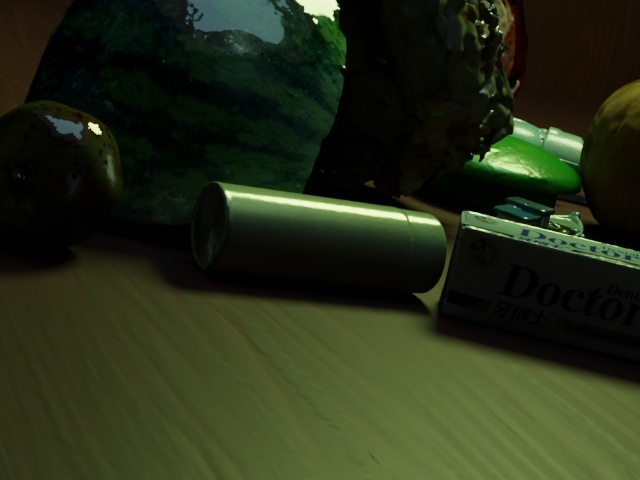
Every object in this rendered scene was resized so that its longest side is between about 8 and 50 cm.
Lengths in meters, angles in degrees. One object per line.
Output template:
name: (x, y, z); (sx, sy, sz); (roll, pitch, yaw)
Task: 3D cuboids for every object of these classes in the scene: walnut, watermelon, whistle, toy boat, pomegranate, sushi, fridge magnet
walnut: (0.397, -0.099, 1.724); (0.167, 0.207, 0.167); (10, 27, -5)
watermelon: (-0.071, -0.137, 1.255); (0.222, 0.292, 0.319); (17, 3, 35)
whistle: (0.291, -0.121, 1.969); (0.274, 0.093, 0.186); (16, 4, 13)
toy boat: (0.224, -0.011, 1.473); (0.069, 0.058, 0.173); (22, 14, 34)
pomegranate: (-0.199, -0.050, 1.081); (0.115, 0.114, 0.142); (15, 7, 9)
sushi: (0.039, -0.234, 1.542); (0.176, 0.417, 0.417); (-27, 34, -31)
fridge magnet: (0.214, -0.084, 1.731); (0.208, 0.088, 0.208); (12, 12, -3)

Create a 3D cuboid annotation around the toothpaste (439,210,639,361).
toothpaste: (0.269, 0.057, 1.159); (0.337, 0.081, 0.067); (13, 15, 2)

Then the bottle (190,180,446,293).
bottle: (0.000, 0.000, 1.149); (0.202, 0.072, 0.072); (8, 13, -28)

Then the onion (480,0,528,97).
onion: (0.097, -0.269, 1.862); (0.341, 0.341, 0.341); (13, 12, -3)

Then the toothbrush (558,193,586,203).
toothbrush: (0.344, -0.057, 1.928); (0.162, 0.014, 0.017); (15, 28, 5)
